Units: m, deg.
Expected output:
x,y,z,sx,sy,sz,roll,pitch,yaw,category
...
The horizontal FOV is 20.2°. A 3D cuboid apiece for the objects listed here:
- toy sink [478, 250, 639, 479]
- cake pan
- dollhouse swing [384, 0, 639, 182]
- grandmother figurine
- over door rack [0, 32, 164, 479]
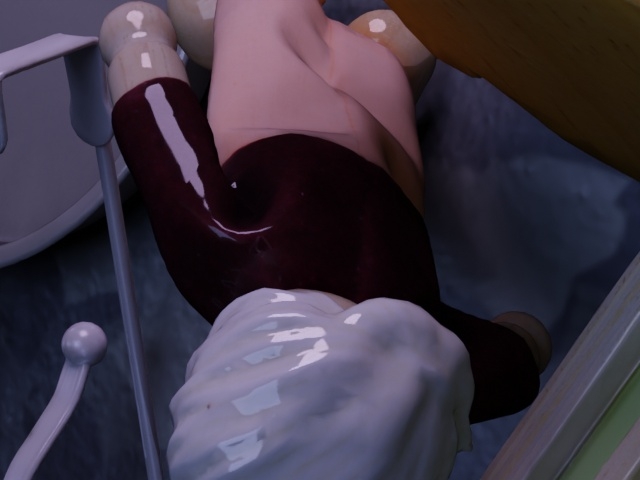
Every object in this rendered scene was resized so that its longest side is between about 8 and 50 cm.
x,y,z,sx,sy,sz,roll,pitch,yaw,category
0.139,0.101,0.605,0.153,0.131,0.234,-56,39,13,toy sink
-0.162,-0.125,0.920,0.293,0.054,0.293,-5,81,33,cake pan
0.201,-0.163,0.568,0.347,0.315,0.305,31,87,30,dollhouse swing
0.000,0.000,0.647,0.208,0.342,0.104,27,115,-12,grandmother figurine
-0.143,0.035,0.789,0.239,0.108,0.324,9,128,34,over door rack
